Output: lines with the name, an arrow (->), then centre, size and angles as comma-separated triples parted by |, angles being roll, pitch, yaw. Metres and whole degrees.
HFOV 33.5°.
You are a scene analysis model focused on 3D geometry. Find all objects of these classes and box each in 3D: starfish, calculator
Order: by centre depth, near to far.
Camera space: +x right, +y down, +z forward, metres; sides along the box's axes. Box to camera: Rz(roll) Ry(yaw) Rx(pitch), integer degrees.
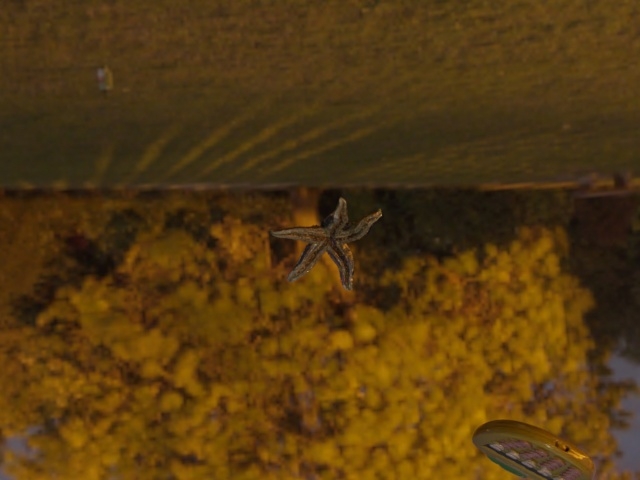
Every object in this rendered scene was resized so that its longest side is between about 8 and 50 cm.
calculator -> 0.268, 0.273, 1.351 | 0.146, 0.032, 0.235 | 29, 163, 1
starfish -> 0.000, 0.000, 1.791 | 0.176, 0.208, 0.053 | 14, -147, -21
